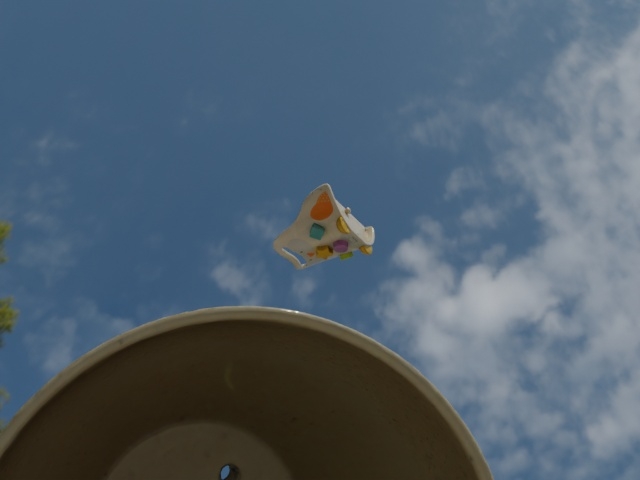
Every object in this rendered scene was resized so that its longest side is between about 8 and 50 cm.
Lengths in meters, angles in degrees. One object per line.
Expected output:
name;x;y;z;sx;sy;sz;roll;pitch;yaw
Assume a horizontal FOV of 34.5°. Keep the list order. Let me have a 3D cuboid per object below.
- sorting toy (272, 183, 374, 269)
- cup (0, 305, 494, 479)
sorting toy;0.000;0.000;0.925;0.075;0.045;0.083;-27;-40;19
cup;-0.071;0.211;0.694;0.331;0.237;0.331;1;-95;-14
